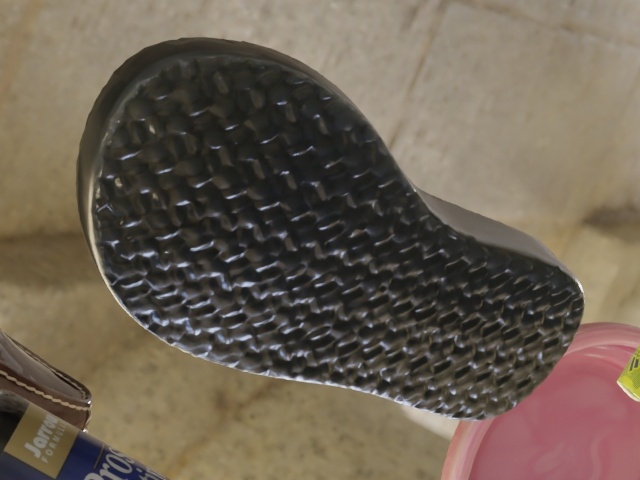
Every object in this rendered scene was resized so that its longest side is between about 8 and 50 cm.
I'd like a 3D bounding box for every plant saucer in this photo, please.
[{"bbox_3d":[0.257,0.239,1.713,0.332,0.084,0.332,-6,104,-25],"label":"plant saucer"}]

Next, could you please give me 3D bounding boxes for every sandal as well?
[{"bbox_3d":[-0.001,0.002,1.003,0.167,0.107,0.446,-50,140,7],"label":"sandal"}]

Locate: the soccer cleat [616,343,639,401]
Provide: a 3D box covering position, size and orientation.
[{"bbox_3d":[0.255,0.063,1.108,0.093,0.121,0.289,27,67,-62],"label":"soccer cleat"}]

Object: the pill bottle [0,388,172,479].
[{"bbox_3d":[-0.144,0.150,0.836,0.123,0.219,0.123,-58,-173,12],"label":"pill bottle"}]

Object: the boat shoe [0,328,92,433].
[{"bbox_3d":[-0.271,0.034,1.130,0.342,0.123,0.123,35,91,-32],"label":"boat shoe"}]
